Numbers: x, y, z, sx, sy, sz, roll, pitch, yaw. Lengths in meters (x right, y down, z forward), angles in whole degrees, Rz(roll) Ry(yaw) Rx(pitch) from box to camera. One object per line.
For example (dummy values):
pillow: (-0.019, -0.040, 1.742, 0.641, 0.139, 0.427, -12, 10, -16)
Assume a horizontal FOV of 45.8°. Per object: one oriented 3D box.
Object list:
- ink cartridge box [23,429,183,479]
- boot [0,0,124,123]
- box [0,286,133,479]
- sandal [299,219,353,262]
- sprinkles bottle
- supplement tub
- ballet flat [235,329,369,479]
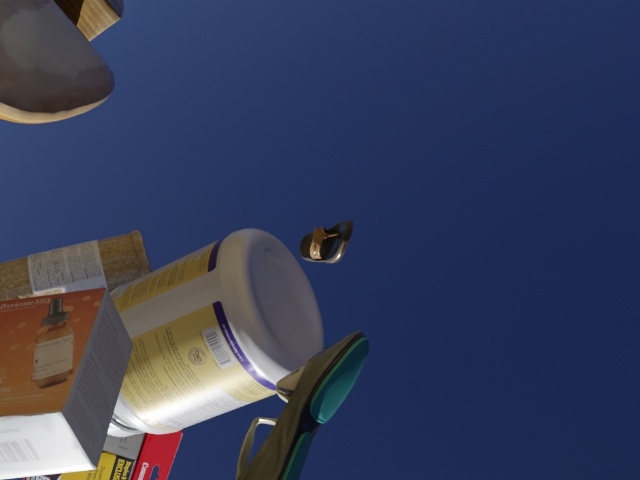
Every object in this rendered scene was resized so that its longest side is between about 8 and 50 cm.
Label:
ink cartridge box: (-0.458, 0.494, 1.560, 0.130, 0.271, 0.310, -82, -168, -62)
boot: (-0.253, -0.101, 0.534, 0.211, 0.104, 0.295, -31, -155, 12)
box: (-0.281, 0.142, 0.769, 0.130, 0.091, 0.170, -8, -143, 6)
sandal: (0.000, 0.000, 1.609, 0.219, 0.060, 0.090, -5, -110, 62)
sprinkles bottle: (-0.521, 0.074, 1.510, 0.355, 0.121, 0.121, -14, -141, -14)
supplement tub: (-0.188, 0.147, 1.131, 0.331, 0.241, 0.241, -24, -138, 21)
ballet flat: (-0.027, 0.170, 0.736, 0.068, 0.072, 0.213, 20, -112, 25)
